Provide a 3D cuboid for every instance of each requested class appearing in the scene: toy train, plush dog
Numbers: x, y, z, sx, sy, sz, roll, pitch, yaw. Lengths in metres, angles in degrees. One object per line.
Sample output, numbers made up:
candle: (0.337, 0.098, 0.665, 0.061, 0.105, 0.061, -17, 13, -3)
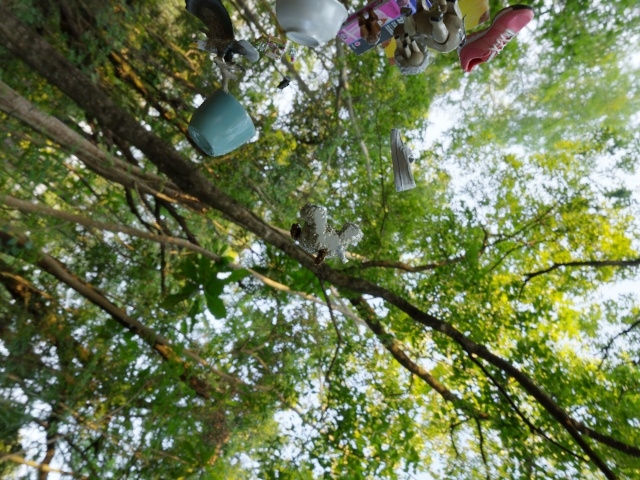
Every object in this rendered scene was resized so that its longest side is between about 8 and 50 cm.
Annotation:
toy train: (-0.138, -0.606, 1.564, 0.036, 0.027, 0.158, -63, -159, 4)
plush dog: (0.000, 0.000, 1.563, 0.210, 0.262, 0.225, -70, -164, -9)

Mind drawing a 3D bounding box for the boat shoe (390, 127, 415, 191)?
boat shoe: (0.312, -0.307, 1.532, 0.084, 0.095, 0.258, -6, -104, 12)

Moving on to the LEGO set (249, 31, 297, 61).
LEGO set: (-0.265, -0.946, 2.024, 0.287, 0.132, 0.107, 17, -96, 18)

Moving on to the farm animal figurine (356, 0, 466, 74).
farm animal figurine: (0.289, -0.624, 1.150, 0.330, 0.172, 0.327, -40, -125, 4)

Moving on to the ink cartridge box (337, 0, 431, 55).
ink cartridge box: (0.261, -0.930, 1.713, 0.371, 0.176, 0.069, -15, -113, 37)

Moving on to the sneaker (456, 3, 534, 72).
sneaker: (0.654, -0.739, 1.521, 0.314, 0.116, 0.136, -18, -114, 58)

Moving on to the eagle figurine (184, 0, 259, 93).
eagle figurine: (-0.376, -0.745, 1.493, 0.226, 0.225, 0.298, -27, -113, 43)

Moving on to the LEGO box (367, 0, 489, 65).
LEGO box: (0.508, -1.147, 1.977, 0.500, 0.193, 0.372, -19, -117, 20)

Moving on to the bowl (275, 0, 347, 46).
bowl: (-0.051, -0.847, 1.579, 0.298, 0.298, 0.134, 25, -76, 52)

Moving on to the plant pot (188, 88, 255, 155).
plant pot: (-0.517, -0.568, 2.046, 0.235, 0.293, 0.293, -46, -145, -20)
